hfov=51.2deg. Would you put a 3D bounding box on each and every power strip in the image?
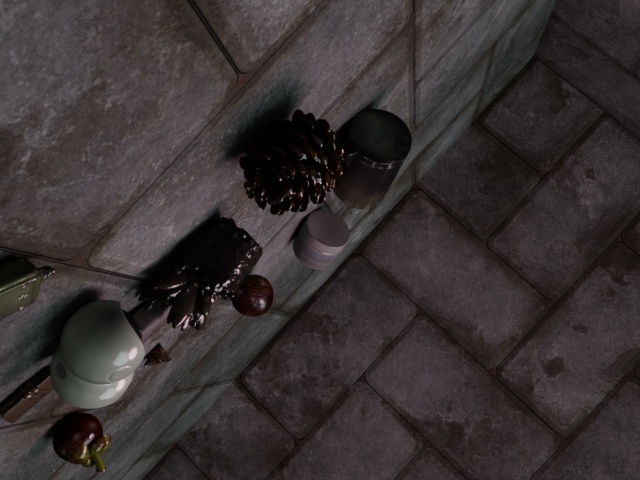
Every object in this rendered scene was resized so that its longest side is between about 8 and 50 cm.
[{"bbox_3d":[-0.596,0.120,1.062,0.387,0.066,0.092,-31,159,-46],"label":"power strip"}]

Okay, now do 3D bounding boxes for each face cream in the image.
[{"bbox_3d":[0.000,0.000,2.493,0.177,0.177,0.153,-36,166,-43],"label":"face cream"}]

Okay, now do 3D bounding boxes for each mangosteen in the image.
[{"bbox_3d":[-0.695,0.593,1.970,0.156,0.181,0.146,-32,142,-43],"label":"mangosteen"}]

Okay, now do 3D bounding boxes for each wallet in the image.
[{"bbox_3d":[-0.690,0.371,1.598,0.152,0.039,0.118,-41,169,-22],"label":"wallet"}]

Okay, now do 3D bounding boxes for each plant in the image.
[{"bbox_3d":[-0.305,0.093,1.724,0.321,0.181,0.194,-49,169,-14],"label":"plant"}]

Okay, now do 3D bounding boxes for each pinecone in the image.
[{"bbox_3d":[-0.066,-0.174,1.574,0.272,0.224,0.224,-42,167,-31],"label":"pinecone"}]

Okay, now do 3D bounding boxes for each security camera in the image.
[{"bbox_3d":[-0.498,0.242,1.503,0.194,0.194,0.236,-34,159,-48],"label":"security camera"}]

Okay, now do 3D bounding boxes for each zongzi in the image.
[{"bbox_3d":[-0.537,0.383,2.149,0.083,0.067,0.073,-34,-178,27],"label":"zongzi"}]

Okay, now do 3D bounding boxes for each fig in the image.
[{"bbox_3d":[-0.240,0.194,2.326,0.202,0.149,0.148,-67,161,-87],"label":"fig"}]

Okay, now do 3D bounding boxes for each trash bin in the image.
[{"bbox_3d":[0.153,-0.253,2.157,0.252,0.203,0.301,-23,161,-20],"label":"trash bin"}]

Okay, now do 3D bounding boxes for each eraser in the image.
[{"bbox_3d":[-0.479,0.234,1.777,0.352,0.061,0.089,-46,169,-41],"label":"eraser"}]
